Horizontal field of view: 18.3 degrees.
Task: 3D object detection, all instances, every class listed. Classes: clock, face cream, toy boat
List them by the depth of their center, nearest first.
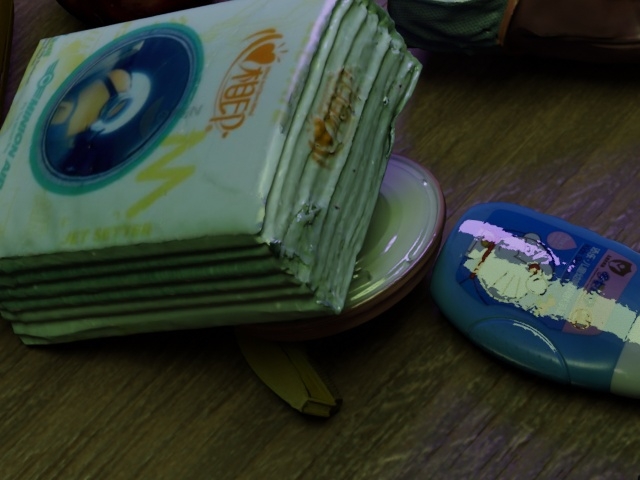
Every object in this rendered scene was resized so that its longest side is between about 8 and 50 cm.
[{"bbox_3d":[0.233,0.062,1.790,0.264,0.083,0.149,23,70,20],"label":"face cream"},{"bbox_3d":[-0.035,0.108,1.827,0.149,0.049,0.047,48,118,33],"label":"toy boat"},{"bbox_3d":[-0.001,-0.001,1.831,0.244,0.056,0.244,-16,35,12],"label":"clock"}]

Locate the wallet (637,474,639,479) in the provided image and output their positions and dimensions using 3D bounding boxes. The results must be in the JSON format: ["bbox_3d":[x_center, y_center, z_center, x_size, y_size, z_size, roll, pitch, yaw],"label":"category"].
[{"bbox_3d":[0.389,0.259,1.673,0.250,0.044,0.149,-4,62,5],"label":"wallet"}]

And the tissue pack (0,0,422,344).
[{"bbox_3d":[-0.129,-0.066,1.801,0.388,0.162,0.287,-7,53,37],"label":"tissue pack"}]

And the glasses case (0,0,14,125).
[{"bbox_3d":[-0.404,-0.128,1.968,0.173,0.141,0.371,2,58,1],"label":"glasses case"}]

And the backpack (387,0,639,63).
[{"bbox_3d":[0.238,-0.293,1.938,0.317,0.197,0.283,9,59,12],"label":"backpack"}]

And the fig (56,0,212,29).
[{"bbox_3d":[-0.169,-0.308,2.044,0.204,0.186,0.249,53,34,11],"label":"fig"}]
